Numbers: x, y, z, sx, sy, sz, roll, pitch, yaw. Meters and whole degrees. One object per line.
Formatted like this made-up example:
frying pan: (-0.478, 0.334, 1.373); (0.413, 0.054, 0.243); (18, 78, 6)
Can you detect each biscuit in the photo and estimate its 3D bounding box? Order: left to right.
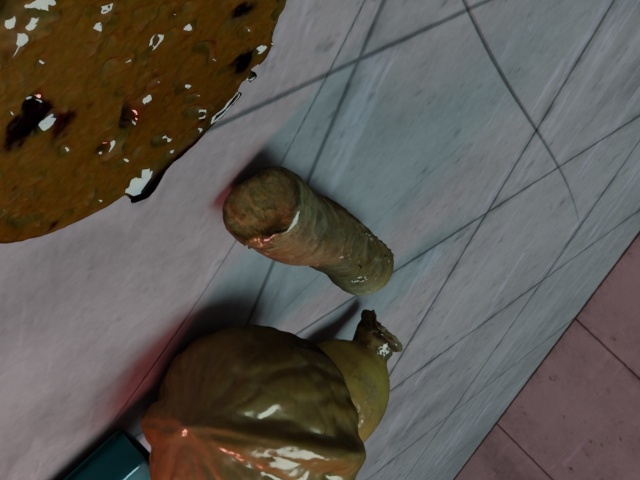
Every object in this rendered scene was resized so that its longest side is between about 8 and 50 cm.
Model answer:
biscuit: (-0.115, -0.117, 0.689); (0.296, 0.075, 0.296); (-43, 167, -13)

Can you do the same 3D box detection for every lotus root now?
lotus root: (-0.009, 0.225, 1.554); (0.303, 0.131, 0.146); (-45, 163, -2)

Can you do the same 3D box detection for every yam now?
yam: (0.000, 0.000, 1.185); (0.081, 0.081, 0.357); (-46, 160, 4)

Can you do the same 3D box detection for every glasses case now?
glasses case: (-0.292, 0.320, 1.268); (0.301, 0.070, 0.117); (-40, 155, -8)

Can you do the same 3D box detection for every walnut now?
walnut: (-0.068, 0.196, 1.250); (0.225, 0.225, 0.261); (-48, 155, 10)
